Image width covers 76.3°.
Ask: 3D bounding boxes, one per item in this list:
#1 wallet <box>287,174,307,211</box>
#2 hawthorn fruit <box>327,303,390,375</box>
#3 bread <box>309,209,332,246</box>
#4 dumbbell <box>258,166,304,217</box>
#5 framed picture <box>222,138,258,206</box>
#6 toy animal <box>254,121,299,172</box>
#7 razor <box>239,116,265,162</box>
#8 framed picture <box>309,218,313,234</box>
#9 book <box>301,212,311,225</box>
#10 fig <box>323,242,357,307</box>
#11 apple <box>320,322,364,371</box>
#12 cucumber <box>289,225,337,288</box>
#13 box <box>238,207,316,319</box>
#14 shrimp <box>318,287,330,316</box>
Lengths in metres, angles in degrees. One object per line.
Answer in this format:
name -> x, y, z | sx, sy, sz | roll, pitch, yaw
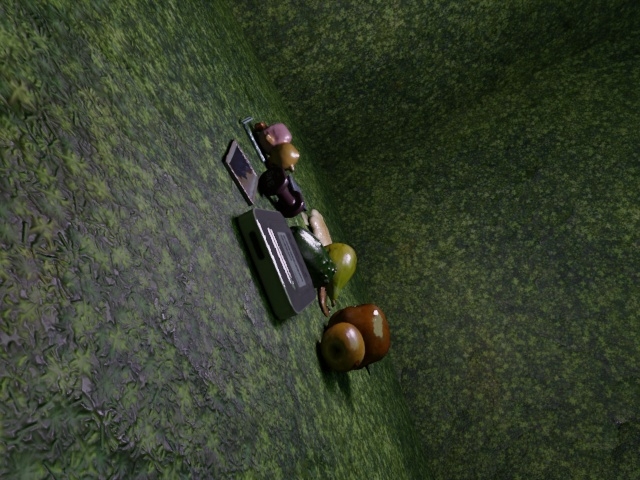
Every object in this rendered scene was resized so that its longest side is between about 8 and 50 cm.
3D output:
wallet -> -0.138, -0.270, 2.346 | 0.222, 0.036, 0.167 | 44, 24, -68
hawthorn fruit -> 0.171, 0.427, 1.747 | 0.268, 0.268, 0.300 | 45, 29, -66
bread -> 0.009, -0.045, 2.461 | 0.316, 0.054, 0.316 | -19, 90, -79
dumbbell -> -0.166, -0.206, 1.775 | 0.225, 0.124, 0.140 | 53, 17, -53
framed picture -> -0.294, -0.262, 1.530 | 0.265, 0.018, 0.192 | -96, 160, -59
toy animal -> -0.204, -0.454, 2.015 | 0.281, 0.169, 0.195 | 68, 12, 10
razor -> -0.309, -0.459, 1.883 | 0.084, 0.036, 0.211 | -52, 128, -52
framed picture -> 0.000, 0.000, 2.513 | 0.260, 0.023, 0.189 | 53, 17, -56
book -> -0.081, -0.122, 2.377 | 0.111, 0.014, 0.077 | 19, 49, -77
fig -> 0.094, 0.152, 2.057 | 0.233, 0.233, 0.314 | 55, 7, -52
apple -> 0.082, 0.412, 1.564 | 0.155, 0.182, 0.182 | 4, 62, -63
cucumber -> -0.044, 0.069, 1.809 | 0.325, 0.145, 0.105 | 56, 7, -31
box -> -0.133, 0.068, 1.424 | 0.373, 0.090, 0.367 | -12, 80, -79
shrimp -> 0.022, 0.285, 1.944 | 0.178, 0.034, 0.124 | -98, 165, -52
